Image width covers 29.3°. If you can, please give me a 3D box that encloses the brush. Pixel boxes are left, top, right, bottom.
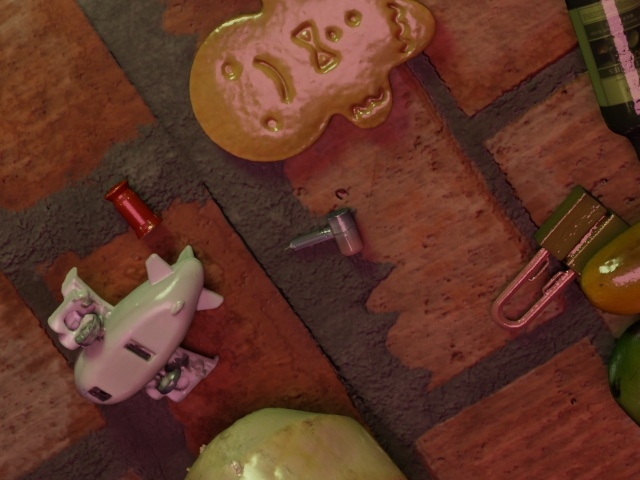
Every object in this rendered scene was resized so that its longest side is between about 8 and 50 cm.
[{"bbox_3d":[0.334,0.040,1.756,0.103,0.047,0.233,38,103,-10],"label":"brush"}]

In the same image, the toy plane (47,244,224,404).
[{"bbox_3d":[-0.258,0.127,1.763,0.267,0.122,0.267,-5,115,-11],"label":"toy plane"}]

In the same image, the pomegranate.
[{"bbox_3d":[0.494,0.203,1.701,0.187,0.225,0.187,4,117,8],"label":"pomegranate"}]

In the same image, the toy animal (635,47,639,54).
[{"bbox_3d":[0.525,-0.361,1.537,0.183,0.247,0.310,-11,91,-32],"label":"toy animal"}]

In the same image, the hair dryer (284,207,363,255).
[{"bbox_3d":[0.000,0.000,1.769,0.114,0.037,0.063,-18,104,14],"label":"hair dryer"}]

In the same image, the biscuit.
[{"bbox_3d":[-0.022,-0.256,1.694,0.355,0.052,0.275,-33,101,9],"label":"biscuit"}]

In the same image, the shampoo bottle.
[{"bbox_3d":[0.419,-0.221,1.659,0.101,0.101,0.284,-19,103,7],"label":"shampoo bottle"}]

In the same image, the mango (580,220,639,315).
[{"bbox_3d":[0.480,0.026,1.681,0.262,0.130,0.167,-27,141,-3],"label":"mango"}]

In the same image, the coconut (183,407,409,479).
[{"bbox_3d":[-0.019,0.418,1.737,0.352,0.352,0.352,1,104,2],"label":"coconut"}]

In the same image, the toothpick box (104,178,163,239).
[{"bbox_3d":[-0.270,-0.047,1.758,0.047,0.047,0.083,-38,99,10],"label":"toothpick box"}]
